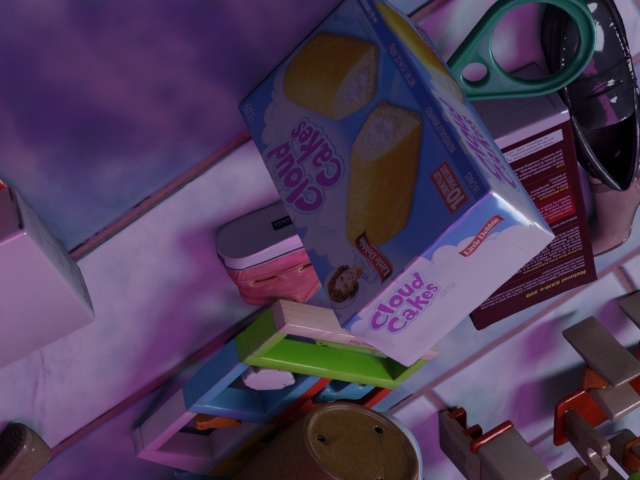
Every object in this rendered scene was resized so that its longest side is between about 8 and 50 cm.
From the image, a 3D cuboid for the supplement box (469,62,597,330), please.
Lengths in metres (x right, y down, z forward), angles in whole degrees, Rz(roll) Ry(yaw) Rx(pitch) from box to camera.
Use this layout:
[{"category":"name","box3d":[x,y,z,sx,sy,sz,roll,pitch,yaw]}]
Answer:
[{"category":"supplement box","box3d":[0.170,-0.034,1.384,0.130,0.073,0.239,-22,137,-3]}]

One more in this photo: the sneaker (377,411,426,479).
[{"category":"sneaker","box3d":[0.084,0.303,1.663,0.150,0.135,0.366,-33,142,-34]}]

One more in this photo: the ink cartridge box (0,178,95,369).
[{"category":"ink cartridge box","box3d":[-0.368,0.041,1.203,0.296,0.066,0.261,-28,139,1]}]

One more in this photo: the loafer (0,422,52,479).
[{"category":"loafer","box3d":[-0.307,0.236,1.432,0.050,0.056,0.148,29,115,-35]}]

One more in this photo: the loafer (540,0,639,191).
[{"category":"loafer","box3d":[0.244,-0.133,1.316,0.076,0.078,0.223,-24,136,-2]}]

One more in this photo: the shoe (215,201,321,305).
[{"category":"shoe","box3d":[0.000,0.000,1.347,0.178,0.063,0.081,-20,139,1]}]

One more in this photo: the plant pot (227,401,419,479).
[{"category":"plant pot","box3d":[-0.006,0.286,1.468,0.237,0.237,0.254,5,128,-30]}]

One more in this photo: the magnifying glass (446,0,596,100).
[{"category":"magnifying glass","box3d":[0.120,-0.137,1.262,0.231,0.026,0.092,-27,118,15]}]

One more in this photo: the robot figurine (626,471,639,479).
[{"category":"robot figurine","box3d":[0.344,0.299,1.644,0.115,0.067,0.101,-56,171,17]}]

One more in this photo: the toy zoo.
[{"category":"toy zoo","box3d":[-0.049,0.160,1.468,0.192,0.030,0.293,13,137,-38]}]

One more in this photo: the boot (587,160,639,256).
[{"category":"boot","box3d":[0.280,-0.040,1.461,0.118,0.042,0.087,-36,131,9]}]

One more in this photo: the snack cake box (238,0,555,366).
[{"category":"snack cake box","box3d":[0.050,-0.055,1.162,0.152,0.264,0.089,-43,135,17]}]

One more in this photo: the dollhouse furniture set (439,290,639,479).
[{"category":"dollhouse furniture set","box3d":[0.274,0.194,1.650,0.259,0.135,0.262,-25,139,-18]}]
